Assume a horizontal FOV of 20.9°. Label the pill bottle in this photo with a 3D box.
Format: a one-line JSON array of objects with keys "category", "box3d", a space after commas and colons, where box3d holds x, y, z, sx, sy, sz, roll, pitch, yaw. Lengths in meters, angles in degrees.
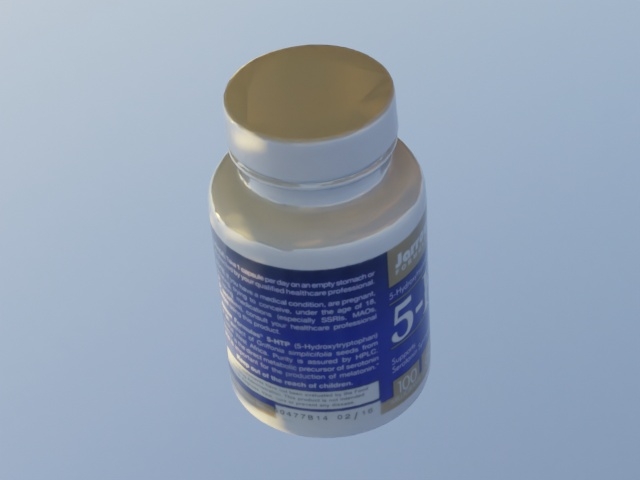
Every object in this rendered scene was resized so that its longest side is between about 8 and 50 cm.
[{"category": "pill bottle", "box3d": [0.000, 0.000, 0.890, 0.112, 0.186, 0.112, -3, -140, 2]}]
